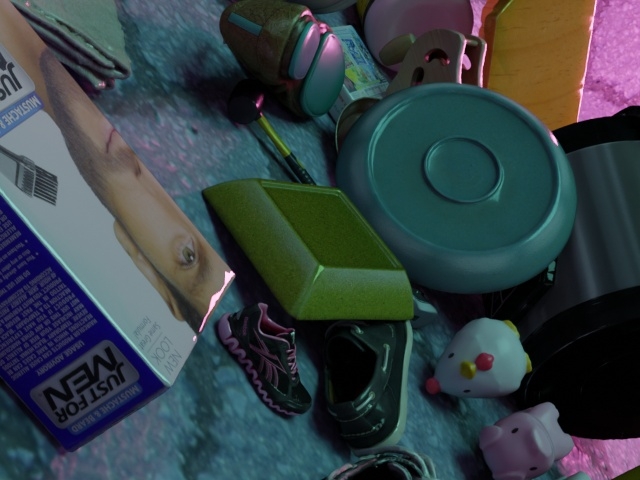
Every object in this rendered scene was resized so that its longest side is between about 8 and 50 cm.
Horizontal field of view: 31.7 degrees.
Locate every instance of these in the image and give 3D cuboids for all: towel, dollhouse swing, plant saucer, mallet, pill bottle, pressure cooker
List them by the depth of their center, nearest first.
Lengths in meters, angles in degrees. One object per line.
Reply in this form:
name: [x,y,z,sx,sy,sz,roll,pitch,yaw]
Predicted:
towel: [-0.276,-0.278,1.080,0.187,0.049,0.282,33,31,-47]
plant saucer: [0.000,0.000,1.153,0.188,0.045,0.188,4,40,-47]
mallet: [-0.045,-0.104,1.327,0.190,0.039,0.062,55,21,-13]
plant saucer: [0.178,-0.083,1.441,0.044,0.317,0.318,100,-29,-60]
plant saucer: [0.081,-0.113,1.526,0.168,0.029,0.169,16,62,-33]
pressure cooker: [0.418,0.031,1.611,0.375,0.369,0.420,54,25,-48]
dollhouse swing: [0.291,-0.295,1.973,0.315,0.347,0.305,-6,19,-39]
pill bottle: [0.146,-0.463,1.985,0.188,0.188,0.334,37,29,-38]

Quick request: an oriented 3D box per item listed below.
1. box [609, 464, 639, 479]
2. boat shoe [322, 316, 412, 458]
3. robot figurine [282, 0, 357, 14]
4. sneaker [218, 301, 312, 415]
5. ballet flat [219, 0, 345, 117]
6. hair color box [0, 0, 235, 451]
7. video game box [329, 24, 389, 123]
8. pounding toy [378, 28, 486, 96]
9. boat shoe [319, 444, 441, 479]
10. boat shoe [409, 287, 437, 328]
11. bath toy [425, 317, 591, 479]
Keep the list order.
box: [0.494,0.412,1.395,0.177,0.279,0.290,46,25,-22]
boat shoe: [0.042,0.109,1.148,0.079,0.084,0.233,48,26,-29]
robot figurine: [-0.034,-0.432,1.570,0.300,0.200,0.353,34,13,26]
sneaker: [-0.039,0.106,1.025,0.119,0.057,0.047,53,21,-11]
ballet flat: [-0.051,-0.227,1.363,0.124,0.116,0.342,25,5,8]
hair color box: [-0.220,-0.041,0.797,0.339,0.110,0.185,53,22,-13]
video game box: [0.049,-0.226,1.657,0.187,0.048,0.205,60,23,-1]
pounding toy: [0.205,-0.221,1.675,0.155,0.154,0.270,-3,59,-53]
boat shoe: [0.058,0.232,0.986,0.306,0.105,0.113,18,44,-56]
boat shoe: [0.097,0.075,1.359,0.040,0.049,0.142,61,16,25]
bath toy: [0.237,0.257,1.305,0.348,0.129,0.151,63,-21,11]
